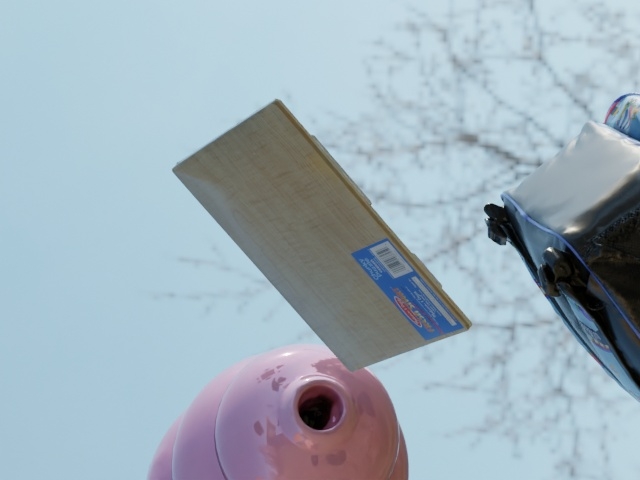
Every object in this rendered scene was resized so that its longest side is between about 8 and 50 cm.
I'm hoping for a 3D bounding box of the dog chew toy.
[{"bbox_3d":[-0.026,0.177,1.290,0.332,0.206,0.207,111,178,-65],"label":"dog chew toy"}]

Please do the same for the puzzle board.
[{"bbox_3d":[0.000,0.000,0.751,0.128,0.096,0.011,48,-124,-10],"label":"puzzle board"}]

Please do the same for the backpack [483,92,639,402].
[{"bbox_3d":[0.188,0.026,0.906,0.173,0.117,0.158,50,-178,-14],"label":"backpack"}]
